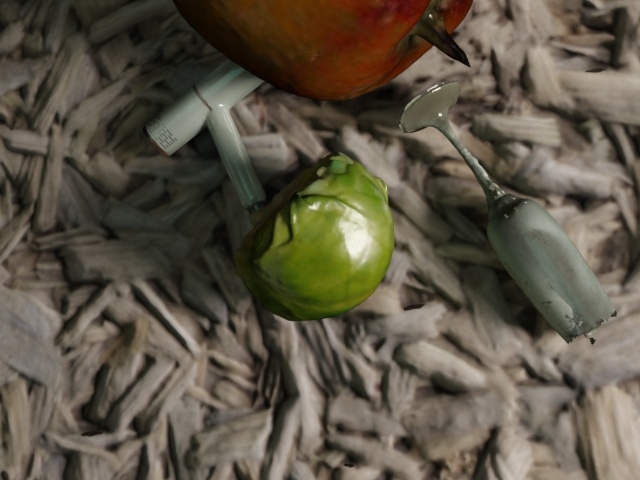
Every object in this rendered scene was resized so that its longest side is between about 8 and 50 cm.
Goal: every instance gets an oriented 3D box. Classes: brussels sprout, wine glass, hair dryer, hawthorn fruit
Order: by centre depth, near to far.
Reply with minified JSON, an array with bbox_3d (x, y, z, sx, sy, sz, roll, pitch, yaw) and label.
[{"bbox_3d":[0.016,-0.248,0.745,0.301,0.268,0.268,42,92,-1],"label":"hawthorn fruit"},{"bbox_3d":[0.168,-0.021,0.752,0.074,0.074,0.262,-35,73,7],"label":"wine glass"},{"bbox_3d":[0.004,0.003,0.765,0.122,0.151,0.149,48,67,-9],"label":"brussels sprout"},{"bbox_3d":[-0.070,-0.092,0.852,0.155,0.044,0.183,-39,77,7],"label":"hair dryer"}]
